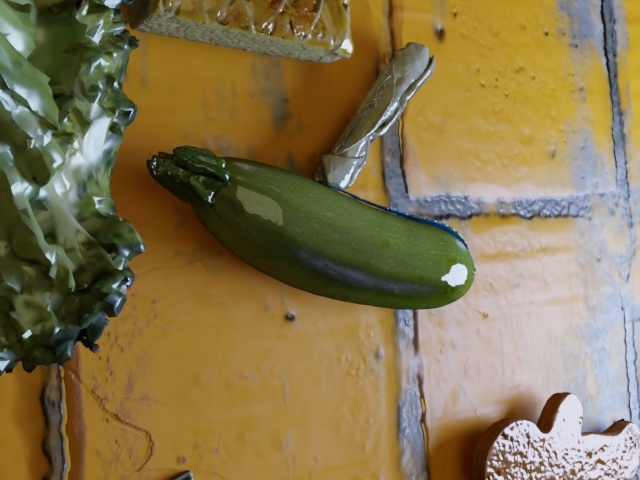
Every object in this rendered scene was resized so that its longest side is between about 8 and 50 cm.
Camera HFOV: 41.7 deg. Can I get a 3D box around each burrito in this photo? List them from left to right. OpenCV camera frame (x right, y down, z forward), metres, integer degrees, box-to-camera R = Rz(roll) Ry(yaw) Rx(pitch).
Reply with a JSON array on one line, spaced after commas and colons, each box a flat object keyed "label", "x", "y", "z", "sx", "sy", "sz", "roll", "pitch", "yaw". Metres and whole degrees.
[{"label": "burrito", "x": 0.049, "y": -0.110, "z": 0.767, "sx": 0.041, "sy": 0.045, "sz": 0.185, "roll": 35, "pitch": 70, "yaw": -3}]

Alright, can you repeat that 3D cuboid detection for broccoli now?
[{"label": "broccoli", "x": -0.210, "y": -0.079, "z": 0.412, "sx": 0.274, "sy": 0.397, "sz": 0.353, "roll": -32, "pitch": 113, "yaw": -3}]

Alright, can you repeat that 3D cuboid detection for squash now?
[{"label": "squash", "x": 0.000, "y": 0.000, "z": 0.703, "sx": 0.341, "sy": 0.094, "sz": 0.095, "roll": 18, "pitch": 77, "yaw": -35}]

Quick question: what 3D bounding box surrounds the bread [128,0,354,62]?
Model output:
[{"label": "bread", "x": -0.059, "y": -0.223, "z": 0.692, "sx": 0.188, "sy": 0.068, "sz": 0.126, "roll": 4, "pitch": 84, "yaw": -33}]

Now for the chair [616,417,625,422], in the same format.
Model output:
[{"label": "chair", "x": 0.439, "y": 0.275, "z": 0.964, "sx": 0.104, "sy": 0.095, "sz": 0.222, "roll": -31, "pitch": 104, "yaw": -19}]

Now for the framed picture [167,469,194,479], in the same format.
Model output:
[{"label": "framed picture", "x": -0.116, "y": 0.235, "z": 0.660, "sx": 0.066, "sy": 0.006, "sz": 0.089, "roll": -24, "pitch": 100, "yaw": -32}]

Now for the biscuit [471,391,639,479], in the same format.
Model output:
[{"label": "biscuit", "x": 0.246, "y": 0.241, "z": 0.877, "sx": 0.250, "sy": 0.036, "sz": 0.165, "roll": 18, "pitch": 80, "yaw": -33}]
